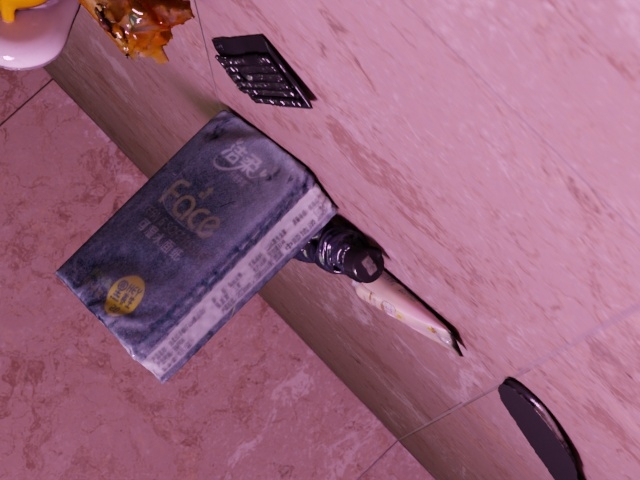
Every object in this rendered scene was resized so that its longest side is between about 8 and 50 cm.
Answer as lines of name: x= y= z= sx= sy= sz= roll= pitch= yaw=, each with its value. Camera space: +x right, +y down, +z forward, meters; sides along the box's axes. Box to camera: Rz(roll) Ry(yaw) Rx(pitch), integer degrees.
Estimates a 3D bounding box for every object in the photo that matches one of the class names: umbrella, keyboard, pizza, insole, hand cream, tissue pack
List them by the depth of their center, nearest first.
pizza: x=-0.183 y=-0.242 z=1.123 sx=0.229 sy=0.081 sz=0.289 roll=56 pitch=171 yaw=-18
keyboard: x=-0.055 y=-0.143 z=1.190 sx=0.074 sy=0.015 sz=0.196 roll=49 pitch=172 yaw=-17
tissue pack: x=-0.131 y=0.002 z=1.447 sx=0.185 sy=0.257 sz=0.081 roll=38 pitch=170 yaw=44
insole: x=0.245 y=0.223 z=1.450 sx=0.110 sy=0.012 sz=0.309 roll=39 pitch=170 yaw=41
hand cream: x=0.091 y=0.074 z=1.454 sx=0.143 sy=0.039 sz=0.061 roll=37 pitch=166 yaw=31
umbrella: x=-0.002 y=-0.002 z=1.475 sx=0.224 sy=0.080 sz=0.071 roll=26 pitch=124 yaw=61

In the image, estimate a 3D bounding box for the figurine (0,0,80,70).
figurine: x=-0.351 y=-0.326 z=1.532 sx=0.250 sy=0.166 sz=0.141 roll=57 pitch=154 yaw=24
